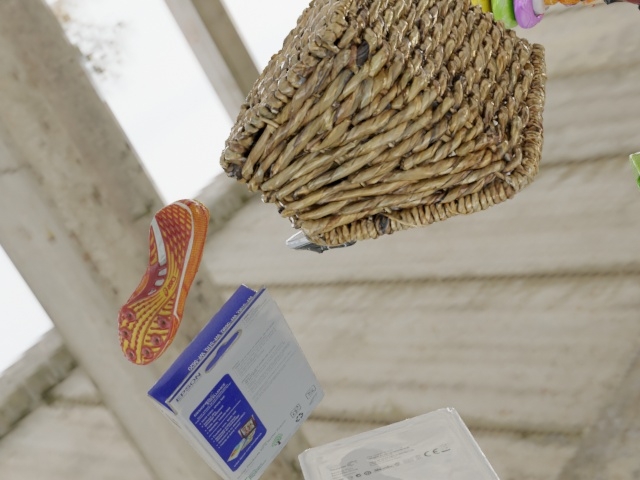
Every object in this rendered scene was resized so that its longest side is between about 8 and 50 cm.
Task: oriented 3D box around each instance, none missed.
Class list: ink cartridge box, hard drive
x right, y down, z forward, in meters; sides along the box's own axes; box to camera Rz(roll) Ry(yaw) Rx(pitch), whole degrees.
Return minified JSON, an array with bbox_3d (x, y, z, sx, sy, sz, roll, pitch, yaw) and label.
[{"bbox_3d":[-0.095,0.163,1.447,0.065,0.333,0.165,34,-107,25],"label":"ink cartridge box"},{"bbox_3d":[0.113,0.335,1.623,0.233,0.047,0.353,-16,-161,-5],"label":"hard drive"}]

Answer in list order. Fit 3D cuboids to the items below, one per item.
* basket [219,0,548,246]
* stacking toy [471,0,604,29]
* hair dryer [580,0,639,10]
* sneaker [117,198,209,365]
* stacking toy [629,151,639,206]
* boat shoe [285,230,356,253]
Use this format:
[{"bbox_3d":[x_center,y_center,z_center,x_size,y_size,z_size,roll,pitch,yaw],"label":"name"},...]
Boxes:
[{"bbox_3d":[0.057,-0.110,1.165,0.213,0.223,0.299,-48,-167,29],"label":"basket"},{"bbox_3d":[0.254,-0.346,1.725,0.301,0.166,0.175,9,-158,24],"label":"stacking toy"},{"bbox_3d":[0.328,-0.263,1.315,0.223,0.294,0.080,-30,172,38],"label":"hair dryer"},{"bbox_3d":[-0.144,0.043,1.231,0.064,0.175,0.067,28,-163,16],"label":"sneaker"},{"bbox_3d":[0.603,-0.009,2.004,0.130,0.279,0.309,-22,-132,9],"label":"stacking toy"},{"bbox_3d":[0.000,0.000,1.926,0.049,0.040,0.142,-39,-165,-36],"label":"boat shoe"}]
